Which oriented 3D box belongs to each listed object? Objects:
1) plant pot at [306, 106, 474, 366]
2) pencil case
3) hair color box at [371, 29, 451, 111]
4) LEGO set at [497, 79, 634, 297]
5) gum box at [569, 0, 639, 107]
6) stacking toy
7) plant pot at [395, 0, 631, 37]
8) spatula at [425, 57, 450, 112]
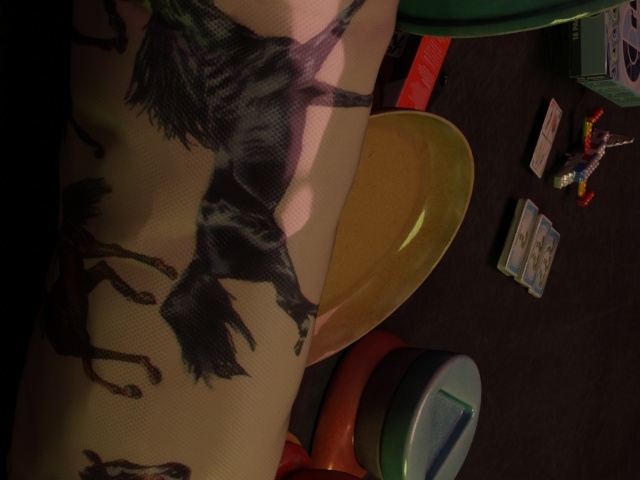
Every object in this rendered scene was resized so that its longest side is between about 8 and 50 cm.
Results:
[{"bbox_3d":[0.000,0.000,0.838,0.236,0.032,0.236,-26,145,-20],"label":"plant pot"},{"bbox_3d":[-0.070,0.014,0.648,0.183,0.159,0.411,-118,-142,-69],"label":"pencil case"},{"bbox_3d":[0.038,-0.106,0.897,0.043,0.072,0.141,33,75,-59],"label":"hair color box"},{"bbox_3d":[0.268,-0.063,1.331,0.182,0.060,0.244,30,77,-64],"label":"LEGO set"},{"bbox_3d":[0.301,-0.229,1.280,0.184,0.041,0.157,8,81,-60],"label":"gum box"},{"bbox_3d":[0.040,0.240,1.014,0.309,0.130,0.280,-34,132,-48],"label":"stacking toy"},{"bbox_3d":[0.121,-0.304,0.774,0.272,0.271,0.255,-47,128,-38],"label":"plant pot"},{"bbox_3d":[0.026,-0.036,0.954,0.296,0.030,0.084,-58,145,-26],"label":"spatula"}]
